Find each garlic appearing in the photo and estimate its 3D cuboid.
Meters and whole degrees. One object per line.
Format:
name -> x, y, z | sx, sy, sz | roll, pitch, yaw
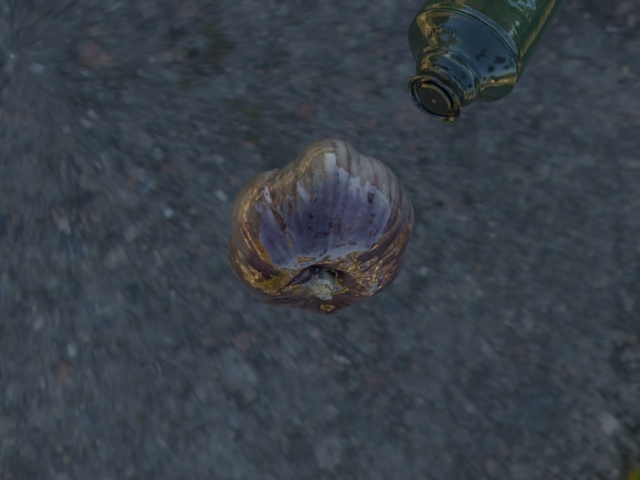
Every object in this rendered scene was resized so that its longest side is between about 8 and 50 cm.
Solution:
garlic -> 0.000, 0.000, 1.332 | 0.147, 0.159, 0.102 | 13, 49, -32

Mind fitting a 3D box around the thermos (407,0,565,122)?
thermos -> 0.101, -0.144, 1.014 | 0.073, 0.083, 0.187 | 52, 54, -28
